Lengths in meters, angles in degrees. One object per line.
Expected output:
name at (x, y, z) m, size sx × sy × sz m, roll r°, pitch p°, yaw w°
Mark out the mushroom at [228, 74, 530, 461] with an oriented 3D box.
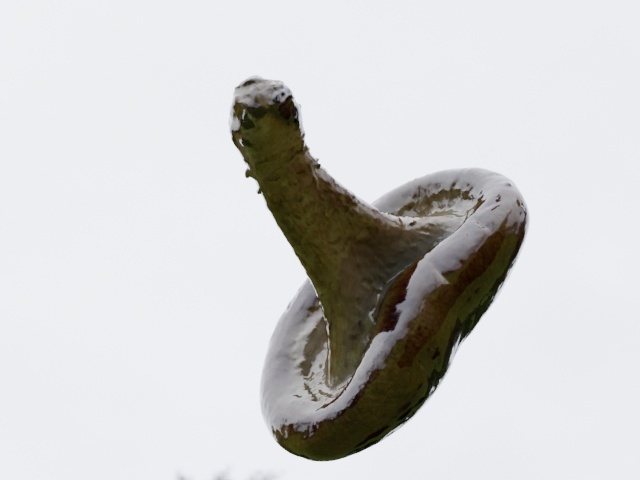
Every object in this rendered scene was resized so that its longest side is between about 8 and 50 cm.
mushroom at (0.000, 0.000, 0.997) m, size 0.148 × 0.227 × 0.217 m, roll 2°, pitch -36°, yaw 50°
